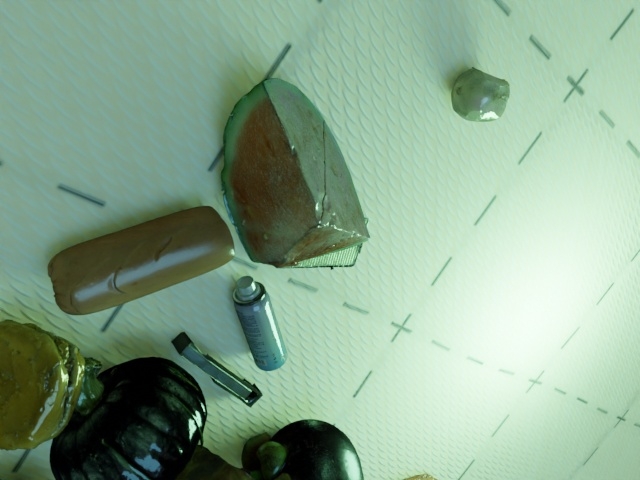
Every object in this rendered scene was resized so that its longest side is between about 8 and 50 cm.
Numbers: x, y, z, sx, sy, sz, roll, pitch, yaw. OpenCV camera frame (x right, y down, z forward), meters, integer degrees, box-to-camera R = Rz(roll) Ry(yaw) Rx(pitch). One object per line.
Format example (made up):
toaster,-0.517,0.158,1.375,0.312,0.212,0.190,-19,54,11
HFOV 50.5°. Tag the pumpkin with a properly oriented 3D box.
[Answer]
pumpkin,-0.365,0.331,1.213,0.296,0.296,0.295,-17,126,-24

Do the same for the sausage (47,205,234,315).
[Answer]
sausage,-0.305,0.033,1.159,0.304,0.121,0.121,-20,127,-22

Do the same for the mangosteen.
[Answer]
mangosteen,-0.044,0.572,1.563,0.300,0.300,0.300,-17,126,-24

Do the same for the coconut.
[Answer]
coconut,0.317,-0.296,1.369,0.124,0.110,0.110,1,118,-41

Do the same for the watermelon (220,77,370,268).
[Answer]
watermelon,-0.076,-0.093,1.194,0.222,0.292,0.319,-23,178,17

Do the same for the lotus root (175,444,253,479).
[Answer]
lotus root,-0.204,0.555,1.395,0.390,0.375,0.111,41,59,-5

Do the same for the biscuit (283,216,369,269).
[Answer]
biscuit,0.000,0.000,1.393,0.199,0.040,0.121,1,114,-34

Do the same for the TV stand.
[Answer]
TV stand,-0.213,0.273,1.420,0.040,0.049,0.256,-44,132,-3

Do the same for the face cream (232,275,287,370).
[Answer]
face cream,-0.126,0.168,1.393,0.075,0.075,0.229,-27,130,-17

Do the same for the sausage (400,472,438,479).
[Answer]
sausage,0.232,0.754,2.000,0.327,0.079,0.087,-8,112,-31

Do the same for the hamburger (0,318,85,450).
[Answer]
hamburger,-0.498,0.234,1.109,0.213,0.214,0.108,-50,171,3
